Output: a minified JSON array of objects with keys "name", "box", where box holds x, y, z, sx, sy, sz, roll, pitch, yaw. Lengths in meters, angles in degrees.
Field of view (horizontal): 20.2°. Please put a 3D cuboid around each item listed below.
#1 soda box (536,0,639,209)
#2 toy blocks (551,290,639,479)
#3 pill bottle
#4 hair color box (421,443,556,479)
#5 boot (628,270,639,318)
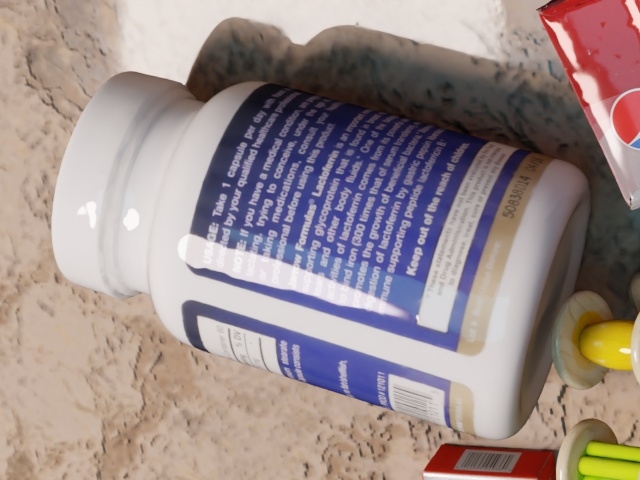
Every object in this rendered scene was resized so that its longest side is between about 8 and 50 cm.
[{"name":"soda box","box":[0.178,-0.104,0.800,0.083,0.263,0.092,-22,99,25]},{"name":"toy blocks","box":[0.190,0.089,0.896,0.148,0.054,0.123,2,98,45]},{"name":"pill bottle","box":[0.000,0.000,0.968,0.264,0.153,0.153,16,113,15]},{"name":"hair color box","box":[0.104,0.194,1.057,0.072,0.043,0.141,1,107,20]},{"name":"boot","box":[0.294,0.076,0.914,0.207,0.090,0.248,-28,92,30]}]
